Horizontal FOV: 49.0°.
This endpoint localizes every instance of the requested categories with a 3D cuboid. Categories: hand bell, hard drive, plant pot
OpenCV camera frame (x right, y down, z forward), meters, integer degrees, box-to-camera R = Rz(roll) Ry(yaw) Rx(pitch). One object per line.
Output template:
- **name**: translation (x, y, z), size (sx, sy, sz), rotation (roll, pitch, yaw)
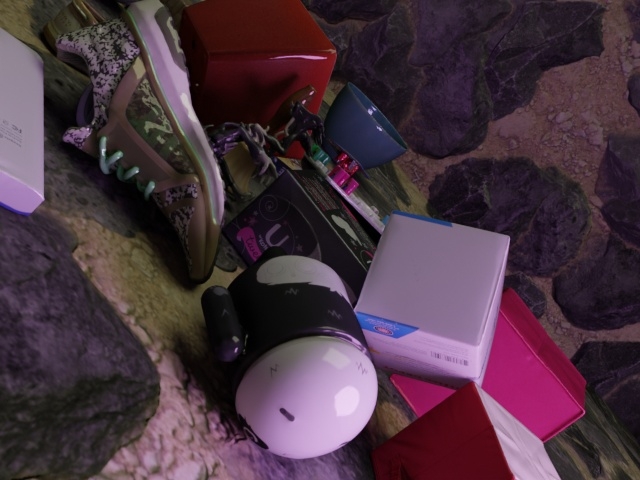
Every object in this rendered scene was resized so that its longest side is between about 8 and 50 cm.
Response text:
- **hand bell**: translation (-0.102, -0.206, 1.316), size (0.126, 0.242, 0.126), rotation (43, 17, -17)
- **hard drive**: translation (-0.416, -0.183, 0.800), size (0.210, 0.040, 0.318), rotation (35, 21, -40)
- **plant pot**: translation (-0.157, -0.341, 1.421), size (0.236, 0.267, 0.267), rotation (-6, 48, -27)
- **plant pot**: translation (0.117, -0.339, 2.284), size (0.290, 0.195, 0.290), rotation (44, 17, -17)

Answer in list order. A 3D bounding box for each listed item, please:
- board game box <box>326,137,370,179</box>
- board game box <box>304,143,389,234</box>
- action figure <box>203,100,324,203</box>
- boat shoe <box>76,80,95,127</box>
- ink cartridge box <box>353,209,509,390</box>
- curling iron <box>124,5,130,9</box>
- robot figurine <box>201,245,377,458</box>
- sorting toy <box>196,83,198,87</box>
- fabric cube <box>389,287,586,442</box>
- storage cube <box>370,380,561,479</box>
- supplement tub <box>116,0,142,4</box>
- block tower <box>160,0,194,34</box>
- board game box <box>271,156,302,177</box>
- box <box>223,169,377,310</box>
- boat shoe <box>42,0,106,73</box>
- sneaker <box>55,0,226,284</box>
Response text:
- **board game box**: translation (0.066, -0.211, 1.915), size (0.133, 0.033, 0.168), rotation (41, -2, 24)
- **board game box**: translation (0.128, -0.086, 1.856), size (0.390, 0.050, 0.390), rotation (43, 5, -19)
- **action figure**: translation (-0.126, -0.142, 1.194), size (0.164, 0.276, 0.141), rotation (-14, -83, 67)
- **boat shoe**: translation (-0.318, -0.217, 1.078), size (0.083, 0.076, 0.226), rotation (47, 37, -24)
- **ink cartridge box**: translation (0.168, 0.098, 1.020), size (0.171, 0.168, 0.232), rotation (14, -25, 18)
- **curling iron**: translation (-0.473, -0.612, 1.636), size (0.274, 0.035, 0.068), rotation (55, 17, 17)
- **robot figurine**: translation (-0.035, 0.132, 0.863), size (0.278, 0.209, 0.173), rotation (-111, -161, -51)
- **sorting toy**: translation (-0.288, -0.359, 1.538), size (0.102, 0.042, 0.061), rotation (50, 16, 3)
- **fabric cube**: translation (0.330, 0.269, 1.358), size (0.259, 0.254, 0.258), rotation (53, 18, 12)
- **storage cube**: translation (0.212, 0.350, 0.967), size (0.215, 0.193, 0.183), rotation (43, 17, -25)
- **supplement tub**: translation (-0.466, -0.638, 1.407), size (0.207, 0.207, 0.338), rotation (57, 18, 26)
- **block tower**: translation (-0.293, -0.487, 1.732), size (0.335, 0.091, 0.097), rotation (47, 15, -10)
- **board game box**: translation (-0.141, -0.232, 1.632), size (0.243, 0.042, 0.165), rotation (37, 20, -36)
- **box**: translation (-0.014, 0.024, 1.168), size (0.247, 0.163, 0.142), rotation (53, 19, 10)
- **boat shoe**: translation (-0.334, -0.308, 1.211), size (0.285, 0.089, 0.104), rotation (24, 29, -57)
- **sneaker**: translation (-0.252, -0.125, 0.964), size (0.158, 0.182, 0.410), rotation (139, -67, -70)
